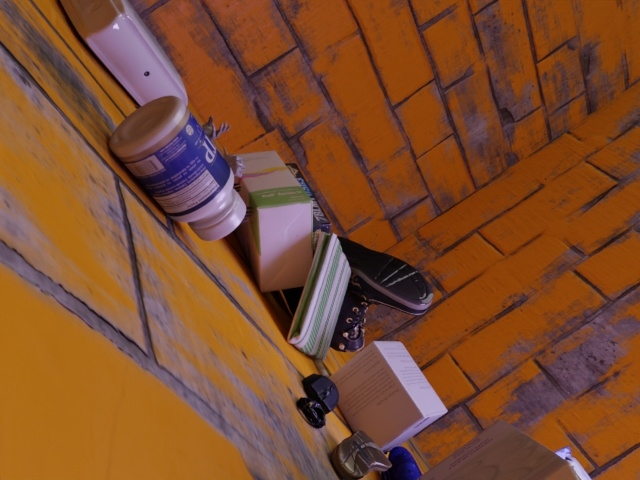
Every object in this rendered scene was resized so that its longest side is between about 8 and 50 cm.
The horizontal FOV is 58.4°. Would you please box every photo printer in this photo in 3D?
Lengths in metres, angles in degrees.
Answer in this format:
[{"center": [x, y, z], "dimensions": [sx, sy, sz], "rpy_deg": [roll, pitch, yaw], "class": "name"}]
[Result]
[{"center": [-0.395, -0.401, 1.169], "dimensions": [0.256, 0.107, 0.307], "rpy_deg": [56, -1, 25], "class": "photo printer"}]

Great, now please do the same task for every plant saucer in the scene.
[{"center": [0.013, 0.298, 1.277], "dimensions": [0.083, 0.015, 0.083], "rpy_deg": [57, -1, 1], "class": "plant saucer"}]

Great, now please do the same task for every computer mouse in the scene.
[{"center": [0.001, 0.253, 0.924], "dimensions": [0.071, 0.041, 0.242], "rpy_deg": [57, 0, 7], "class": "computer mouse"}]

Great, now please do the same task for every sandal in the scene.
[{"center": [0.054, 0.333, 0.866], "dimensions": [0.072, 0.049, 0.180], "rpy_deg": [50, 12, 24], "class": "sandal"}]

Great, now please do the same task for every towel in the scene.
[{"center": [0.006, 0.132, 1.256], "dimensions": [0.038, 0.248, 0.325], "rpy_deg": [14, -13, 13], "class": "towel"}, {"center": [0.182, 0.507, 1.017], "dimensions": [0.227, 0.076, 0.308], "rpy_deg": [63, 0, 8], "class": "towel"}]

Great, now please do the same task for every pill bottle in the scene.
[{"center": [-0.184, -0.091, 0.781], "dimensions": [0.186, 0.112, 0.112], "rpy_deg": [57, -1, -39], "class": "pill bottle"}]

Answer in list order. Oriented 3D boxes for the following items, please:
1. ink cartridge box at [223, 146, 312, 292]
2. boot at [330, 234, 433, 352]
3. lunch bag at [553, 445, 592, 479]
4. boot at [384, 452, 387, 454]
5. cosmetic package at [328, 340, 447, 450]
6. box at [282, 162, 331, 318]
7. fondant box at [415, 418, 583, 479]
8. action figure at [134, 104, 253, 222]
[{"center": [-0.124, -0.068, 1.277], "dimensions": [0.353, 0.119, 0.207], "rpy_deg": [-124, -151, -54], "class": "ink cartridge box"}, {"center": [0.111, 0.171, 1.523], "dimensions": [0.377, 0.138, 0.284], "rpy_deg": [24, -56, 30], "class": "boot"}, {"center": [0.430, 0.654, 1.111], "dimensions": [0.239, 0.385, 0.328], "rpy_deg": [1, 39, -33], "class": "lunch bag"}, {"center": [0.118, 0.430, 1.315], "dimensions": [0.099, 0.045, 0.121], "rpy_deg": [54, 9, -44], "class": "boot"}, {"center": [0.138, 0.329, 1.210], "dimensions": [0.151, 0.151, 0.183], "rpy_deg": [17, 35, -59], "class": "cosmetic package"}, {"center": [-0.063, 0.002, 1.431], "dimensions": [0.295, 0.073, 0.293], "rpy_deg": [-119, -152, -49], "class": "box"}, {"center": [0.177, 0.336, 0.673], "dimensions": [0.096, 0.238, 0.330], "rpy_deg": [54, -1, 13], "class": "fondant box"}, {"center": [-0.207, -0.145, 1.005], "dimensions": [0.275, 0.141, 0.164], "rpy_deg": [60, 9, -57], "class": "action figure"}]
